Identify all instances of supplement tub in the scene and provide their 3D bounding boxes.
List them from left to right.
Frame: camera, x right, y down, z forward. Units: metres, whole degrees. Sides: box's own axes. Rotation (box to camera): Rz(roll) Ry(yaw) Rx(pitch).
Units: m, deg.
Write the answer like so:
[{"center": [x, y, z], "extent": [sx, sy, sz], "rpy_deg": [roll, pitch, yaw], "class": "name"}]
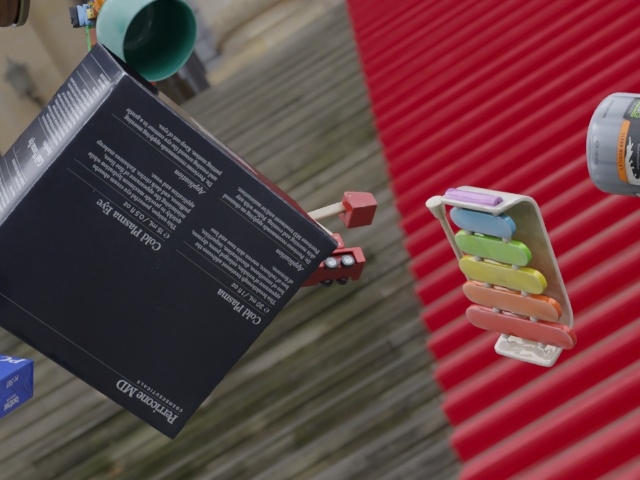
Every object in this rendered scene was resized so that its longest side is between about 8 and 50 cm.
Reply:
[{"center": [0.399, -0.099, 1.541], "extent": [0.190, 0.117, 0.117], "rpy_deg": [9, 24, 38], "class": "supplement tub"}]

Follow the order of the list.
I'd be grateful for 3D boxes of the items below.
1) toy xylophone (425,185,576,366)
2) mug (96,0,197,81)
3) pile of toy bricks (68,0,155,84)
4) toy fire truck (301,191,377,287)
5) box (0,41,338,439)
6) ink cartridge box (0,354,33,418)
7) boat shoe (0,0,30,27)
[{"center": [0.266, 0.041, 2.132], "extent": [0.081, 0.322, 0.236], "rpy_deg": [-43, 28, -30], "class": "toy xylophone"}, {"center": [-0.247, -0.312, 2.033], "extent": [0.158, 0.097, 0.129], "rpy_deg": [-36, -45, -23], "class": "mug"}, {"center": [-0.309, -0.319, 2.167], "extent": [0.105, 0.212, 0.118], "rpy_deg": [-9, 2, 15], "class": "pile of toy bricks"}, {"center": [0.000, 0.000, 1.989], "extent": [0.192, 0.135, 0.047], "rpy_deg": [-7, -39, -20], "class": "toy fire truck"}, {"center": [-0.219, 0.001, 1.666], "extent": [0.312, 0.343, 0.179], "rpy_deg": [-50, 27, 2], "class": "box"}, {"center": [-0.407, 0.139, 1.432], "extent": [0.207, 0.046, 0.097], "rpy_deg": [8, 13, 14], "class": "ink cartridge box"}, {"center": [-0.456, -0.411, 1.853], "extent": [0.104, 0.111, 0.307], "rpy_deg": [-24, -45, -27], "class": "boat shoe"}]
